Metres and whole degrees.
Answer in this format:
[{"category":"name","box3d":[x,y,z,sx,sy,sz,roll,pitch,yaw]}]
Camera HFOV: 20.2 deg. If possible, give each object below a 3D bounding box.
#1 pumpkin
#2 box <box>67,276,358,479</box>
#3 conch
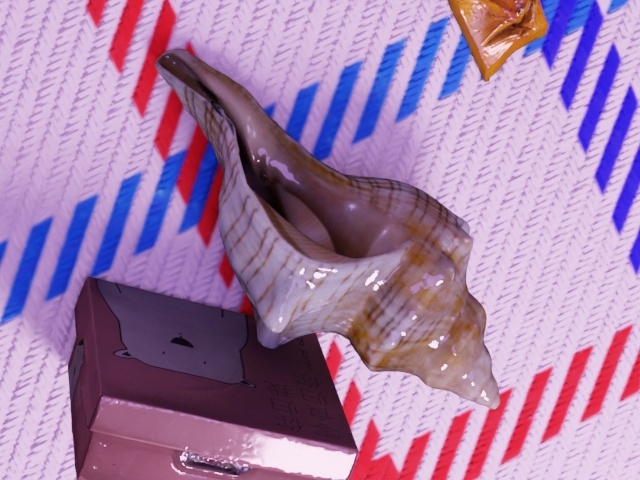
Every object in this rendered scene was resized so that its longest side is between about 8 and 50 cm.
[{"category":"pumpkin","box3d":[0.150,-0.192,1.520,0.073,0.035,0.101,-31,110,-1]},{"category":"box","box3d":[-0.094,0.132,1.453,0.215,0.215,0.086,14,111,-16]},{"category":"conch","box3d":[-0.005,0.012,1.470,0.386,0.203,0.170,31,113,3]}]
